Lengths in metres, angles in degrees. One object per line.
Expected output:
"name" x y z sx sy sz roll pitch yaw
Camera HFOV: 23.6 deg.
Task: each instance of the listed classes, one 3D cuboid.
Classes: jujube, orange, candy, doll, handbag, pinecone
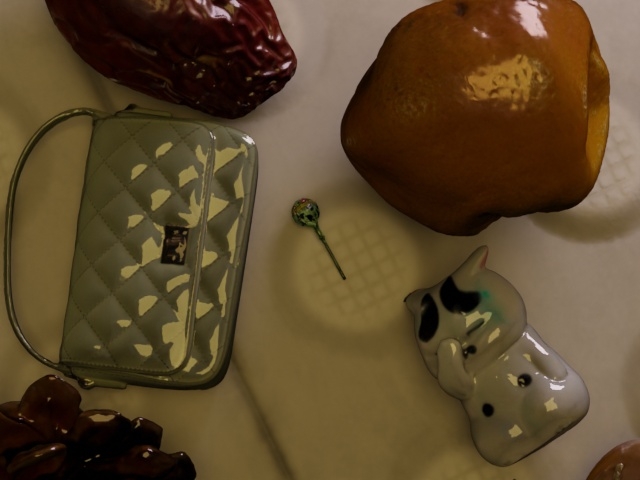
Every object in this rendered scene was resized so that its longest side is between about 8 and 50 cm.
"jujube" -0.131 -0.202 1.342 0.236 0.168 0.168 40 81 -14
"orange" 0.130 -0.096 1.295 0.248 0.249 0.183 -8 76 -5
"candy" 0.000 0.000 1.381 0.023 0.025 0.083 -25 93 36
"doll" 0.152 0.106 1.330 0.110 0.107 0.181 -37 89 21
"handbag" -0.172 0.004 1.341 0.219 0.079 0.256 7 80 1
"pinecone" -0.204 0.233 1.244 0.228 0.202 0.201 -1 50 -5

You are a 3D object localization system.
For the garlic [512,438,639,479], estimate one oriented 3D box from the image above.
"garlic" 0.224 0.254 1.274 0.207 0.257 0.207 -19 49 24
